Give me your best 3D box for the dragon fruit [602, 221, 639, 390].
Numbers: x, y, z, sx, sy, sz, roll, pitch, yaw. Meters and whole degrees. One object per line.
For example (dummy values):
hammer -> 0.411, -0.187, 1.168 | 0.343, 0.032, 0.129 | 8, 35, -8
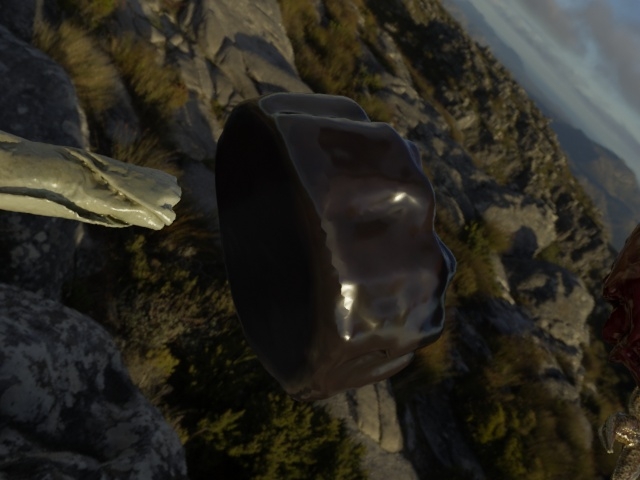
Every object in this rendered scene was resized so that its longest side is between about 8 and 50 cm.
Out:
dragon fruit -> 0.417, 0.047, 0.508 | 0.249, 0.371, 0.386 | 29, 60, 24

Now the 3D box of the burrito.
burrito -> -0.375, -0.084, 0.692 | 0.392, 0.076, 0.117 | 11, 42, -26

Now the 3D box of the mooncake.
mooncake -> 0.000, 0.000, 0.517 | 0.141, 0.283, 0.283 | -13, 59, -28

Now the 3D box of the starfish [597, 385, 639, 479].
starfish -> 0.566, 0.342, 0.946 | 0.236, 0.062, 0.277 | 24, 78, -25
